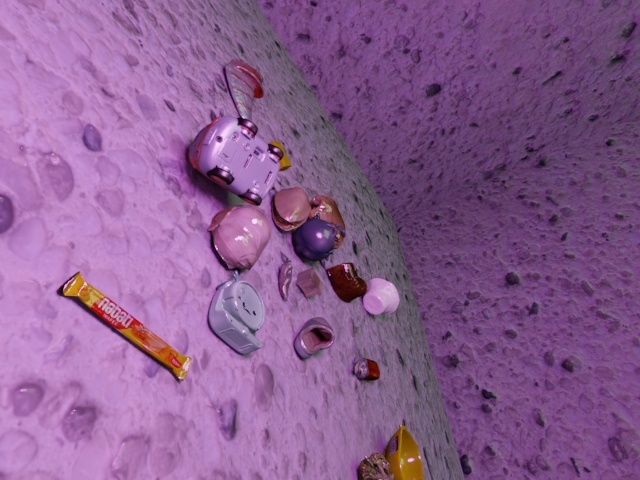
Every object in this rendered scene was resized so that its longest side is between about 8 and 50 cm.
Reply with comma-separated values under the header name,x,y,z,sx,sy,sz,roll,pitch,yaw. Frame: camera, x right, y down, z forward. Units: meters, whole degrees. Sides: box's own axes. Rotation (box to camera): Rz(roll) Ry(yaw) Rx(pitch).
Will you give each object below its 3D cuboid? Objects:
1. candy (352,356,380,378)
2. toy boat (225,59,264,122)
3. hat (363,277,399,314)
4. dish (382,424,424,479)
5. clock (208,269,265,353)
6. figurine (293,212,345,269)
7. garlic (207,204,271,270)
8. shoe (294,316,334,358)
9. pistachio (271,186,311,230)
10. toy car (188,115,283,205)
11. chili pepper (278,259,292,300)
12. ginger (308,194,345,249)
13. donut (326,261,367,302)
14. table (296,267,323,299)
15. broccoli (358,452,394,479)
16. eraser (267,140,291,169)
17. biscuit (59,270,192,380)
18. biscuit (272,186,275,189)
name,x,y,z,sx,sy,sz,roll,pitch,yaw
candy,0.192,0.532,1.688,0.292,0.059,0.086,37,37,-54
toy boat,-0.316,-0.598,1.670,0.206,0.096,0.282,31,51,-49
hat,0.296,0.306,2.101,0.126,0.203,0.203,-30,96,-56
dish,0.295,0.841,1.520,0.221,0.108,0.262,59,22,-18
clock,-0.205,0.169,1.047,0.159,0.066,0.210,53,22,-36
figurine,-0.009,-0.007,1.645,0.175,0.197,0.265,30,22,6
garlic,-0.205,-0.024,1.165,0.178,0.143,0.229,54,13,-27
shoe,-0.002,0.314,1.366,0.103,0.100,0.251,66,21,1
pistachio,-0.111,-0.122,1.564,0.152,0.126,0.223,23,39,-13
toy car,-0.258,-0.231,1.177,0.270,0.213,0.180,37,74,-51
chili pepper,-0.118,0.130,1.365,0.050,0.041,0.153,26,56,-32
ginger,0.032,-0.076,1.883,0.276,0.130,0.221,34,45,-49
donut,0.121,0.190,1.821,0.144,0.126,0.186,-14,80,-64
table,-0.039,0.160,1.503,0.083,0.062,0.079,57,20,-24
broccoli,0.179,0.750,1.302,0.130,0.120,0.131,27,73,-33
eraser,-0.181,-0.368,1.780,0.122,0.045,0.097,64,19,-3
biscuit,-0.343,0.164,0.745,0.292,0.026,0.048,53,42,-32
biscuit,-0.240,-0.314,1.600,0.139,0.016,0.231,17,52,-65
